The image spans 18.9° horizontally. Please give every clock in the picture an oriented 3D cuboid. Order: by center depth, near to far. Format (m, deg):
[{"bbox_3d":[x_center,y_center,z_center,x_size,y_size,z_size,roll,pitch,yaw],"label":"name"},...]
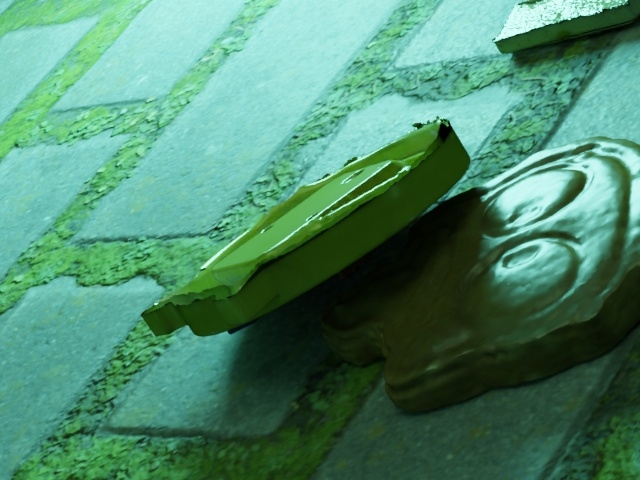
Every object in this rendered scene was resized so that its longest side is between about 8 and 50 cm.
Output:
[{"bbox_3d":[0.004,0.003,1.617,0.293,0.071,0.277,-36,9,-16],"label":"clock"}]

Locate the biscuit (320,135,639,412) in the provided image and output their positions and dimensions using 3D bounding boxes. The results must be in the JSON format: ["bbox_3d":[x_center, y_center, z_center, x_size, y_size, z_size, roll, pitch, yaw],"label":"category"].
[{"bbox_3d":[0.159,0.011,1.497,0.376,0.051,0.269,-21,28,24],"label":"biscuit"}]

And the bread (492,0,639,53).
[{"bbox_3d":[0.237,-0.213,1.798,0.153,0.028,0.068,-12,34,37],"label":"bread"}]
